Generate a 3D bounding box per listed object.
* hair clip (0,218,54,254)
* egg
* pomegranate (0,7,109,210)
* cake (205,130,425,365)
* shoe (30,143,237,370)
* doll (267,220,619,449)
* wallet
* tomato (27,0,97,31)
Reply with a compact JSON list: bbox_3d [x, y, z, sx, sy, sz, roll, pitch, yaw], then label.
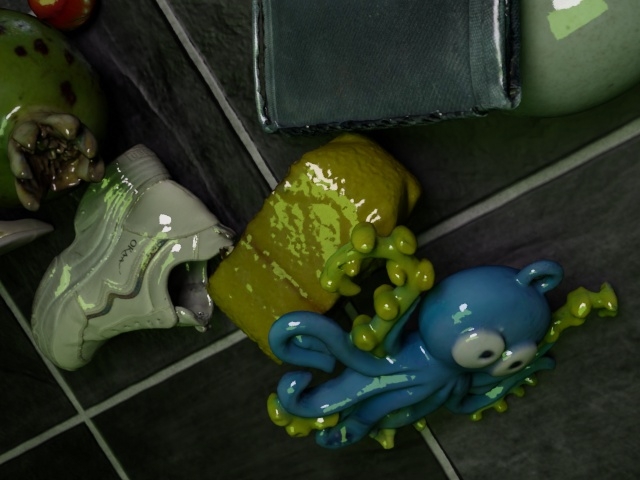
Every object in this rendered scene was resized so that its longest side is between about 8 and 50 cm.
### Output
[{"bbox_3d":[-0.519,-0.005,1.003,0.172,0.282,0.113,-20,55,25],"label":"hair clip"},{"bbox_3d":[0.234,-0.206,0.694,0.236,0.169,0.169,-31,94,30],"label":"egg"},{"bbox_3d":[-0.359,-0.149,0.876,0.242,0.306,0.243,-3,100,-19],"label":"pomegranate"},{"bbox_3d":[0.000,0.000,0.854,0.156,0.179,0.260,42,114,3],"label":"cake"},{"bbox_3d":[-0.238,0.068,0.995,0.210,0.132,0.342,35,113,10],"label":"shoe"},{"bbox_3d":[0.114,0.127,0.800,0.346,0.099,0.341,26,119,-33],"label":"doll"},{"bbox_3d":[0.054,-0.224,0.733,0.342,0.075,0.237,4,94,51],"label":"wallet"},{"bbox_3d":[-0.318,-0.300,0.935,0.087,0.075,0.087,5,106,19],"label":"tomato"}]
